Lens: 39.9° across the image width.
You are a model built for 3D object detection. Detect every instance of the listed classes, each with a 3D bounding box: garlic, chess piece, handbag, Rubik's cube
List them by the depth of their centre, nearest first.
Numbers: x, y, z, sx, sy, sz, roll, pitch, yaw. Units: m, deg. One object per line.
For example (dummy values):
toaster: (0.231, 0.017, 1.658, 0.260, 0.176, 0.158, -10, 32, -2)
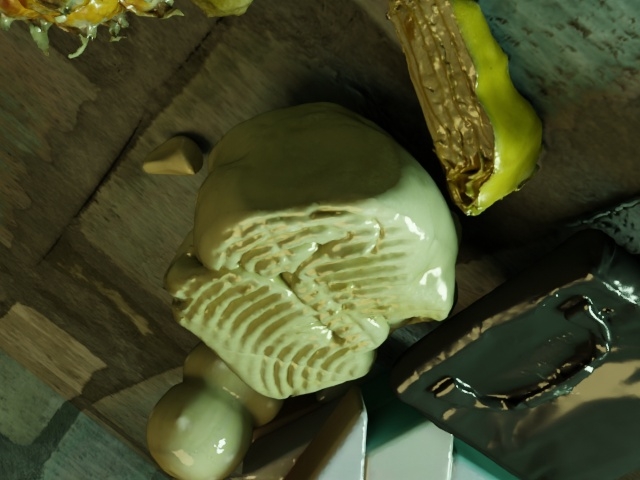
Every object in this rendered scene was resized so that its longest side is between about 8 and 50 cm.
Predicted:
handbag: (0.227, 0.118, 0.789, 0.244, 0.088, 0.275, 33, 136, -16)
garlic: (-0.165, -0.094, 1.015, 0.083, 0.053, 0.041, 0, 135, 35)
chess piece: (-0.086, 0.152, 1.047, 0.167, 0.300, 0.167, 25, 151, 15)
Rubik's cube: (0.088, 0.320, 1.054, 0.387, 0.368, 0.358, 2, -168, -4)

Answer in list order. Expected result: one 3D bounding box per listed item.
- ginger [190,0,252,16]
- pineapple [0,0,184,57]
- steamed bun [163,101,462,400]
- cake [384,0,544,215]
ginger: (-0.019, -0.235, 0.634, 0.299, 0.065, 0.118, 1, 129, 45)
pineapple: (-0.207, -0.249, 0.590, 0.286, 0.209, 0.344, 32, 147, 34)
steamed bun: (-0.003, 0.000, 0.839, 0.276, 0.203, 0.289, -3, 140, 13)
cake: (0.129, -0.120, 0.681, 0.080, 0.116, 0.185, -20, 89, 52)
